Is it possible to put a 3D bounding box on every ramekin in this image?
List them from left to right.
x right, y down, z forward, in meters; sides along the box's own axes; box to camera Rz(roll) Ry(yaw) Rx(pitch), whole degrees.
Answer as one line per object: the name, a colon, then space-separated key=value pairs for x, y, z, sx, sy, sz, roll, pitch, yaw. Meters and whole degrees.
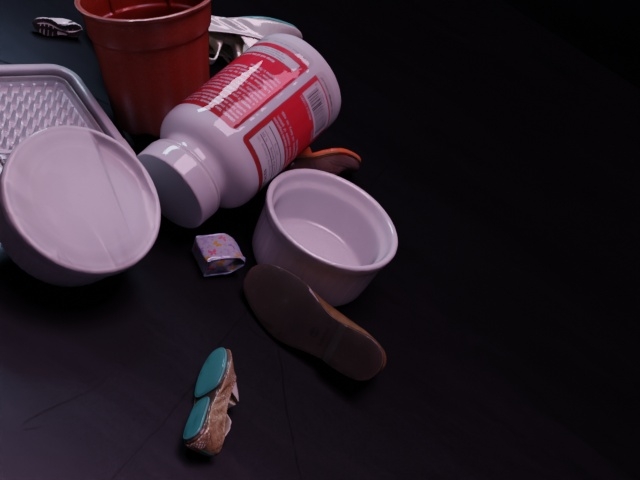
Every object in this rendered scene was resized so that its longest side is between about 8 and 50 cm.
ramekin: x=-0.415 y=-0.046 z=1.565 sx=0.272 sy=0.127 sz=0.273 roll=18 pitch=57 yaw=-30
ramekin: x=0.000 y=0.000 z=1.841 sx=0.277 sy=0.135 sz=0.277 roll=18 pitch=38 yaw=-15

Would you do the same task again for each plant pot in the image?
plant pot: x=-0.337 y=-0.370 z=1.892 sx=0.272 sy=0.265 sz=0.272 roll=-1 pitch=35 yaw=1

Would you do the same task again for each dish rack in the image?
dish rack: x=-0.536 y=-0.206 z=1.771 sx=0.285 sy=0.072 sz=0.333 roll=-12 pitch=54 yaw=-41

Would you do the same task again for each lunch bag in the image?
lunch bag: x=-0.189 y=0.027 z=1.751 sx=0.083 sy=0.053 sz=0.071 roll=-9 pitch=49 yaw=-28

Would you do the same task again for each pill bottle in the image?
pill bottle: x=-0.162 y=-0.212 z=1.832 sx=0.229 sy=0.229 sz=0.408 roll=38 pitch=58 yaw=11

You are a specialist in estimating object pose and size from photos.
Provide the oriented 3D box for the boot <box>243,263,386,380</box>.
boot: x=-0.010 y=0.151 z=1.718 sx=0.305 sy=0.112 sz=0.115 roll=36 pitch=7 yaw=14

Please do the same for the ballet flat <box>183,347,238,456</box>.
ballet flat: x=-0.167 y=0.262 z=1.495 sx=0.067 sy=0.073 sz=0.206 roll=47 pitch=33 yaw=-24

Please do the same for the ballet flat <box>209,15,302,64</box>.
ballet flat: x=-0.234 y=-0.475 z=2.265 sx=0.400 sy=0.139 sz=0.139 roll=6 pitch=43 yaw=-23

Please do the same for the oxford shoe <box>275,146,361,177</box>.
oxford shoe: x=-0.007 y=-0.150 z=2.074 sx=0.271 sy=0.096 sz=0.098 roll=-4 pitch=81 yaw=-46

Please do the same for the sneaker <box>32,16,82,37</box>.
sneaker: x=-0.589 y=-0.476 z=2.085 sx=0.109 sy=0.040 sz=0.044 roll=4 pitch=27 yaw=-36
